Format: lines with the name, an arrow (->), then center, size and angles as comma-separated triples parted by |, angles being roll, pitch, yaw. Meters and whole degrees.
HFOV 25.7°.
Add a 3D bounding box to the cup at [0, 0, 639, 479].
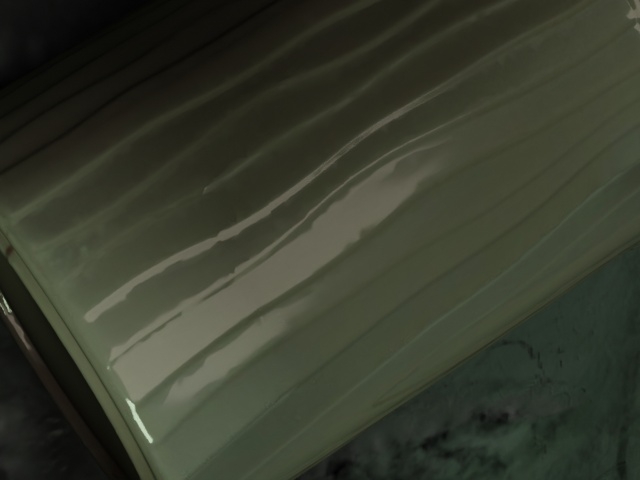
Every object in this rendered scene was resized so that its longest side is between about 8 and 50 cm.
cup -> -0.011, -0.016, 0.642 | 0.273, 0.288, 0.208 | -33, 85, -18
